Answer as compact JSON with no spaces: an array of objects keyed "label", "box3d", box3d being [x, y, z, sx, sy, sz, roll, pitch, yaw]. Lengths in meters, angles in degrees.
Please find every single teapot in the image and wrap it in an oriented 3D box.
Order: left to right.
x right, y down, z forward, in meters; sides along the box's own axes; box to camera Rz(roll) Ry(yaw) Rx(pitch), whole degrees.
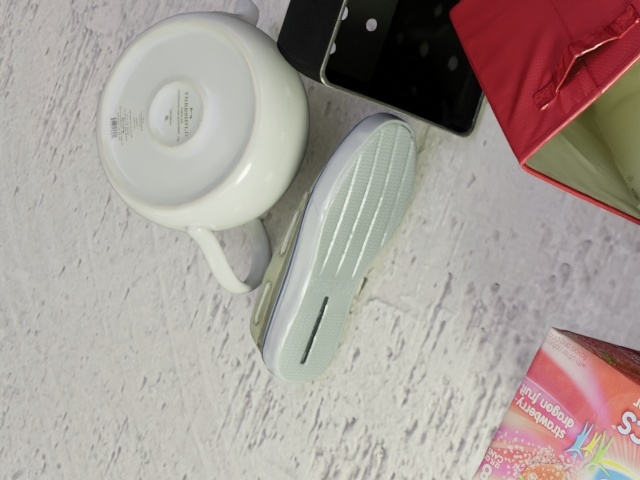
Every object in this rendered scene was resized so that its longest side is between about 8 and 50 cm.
[{"label":"teapot","box3d":[-0.106,-0.114,1.579,0.252,0.187,0.256,42,102,27]}]

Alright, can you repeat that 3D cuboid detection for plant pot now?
[{"label":"plant pot","box3d":[0.062,-0.228,1.459,0.167,0.187,0.188,22,94,58]}]

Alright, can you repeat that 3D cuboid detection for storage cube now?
[{"label":"storage cube","box3d":[0.254,-0.158,1.216,0.183,0.215,0.193,-44,45,28]}]

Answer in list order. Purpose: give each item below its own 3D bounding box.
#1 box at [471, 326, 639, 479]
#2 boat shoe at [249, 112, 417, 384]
[{"label":"box","box3d":[0.283,0.207,1.119,0.300,0.142,0.154,37,105,45]},{"label":"boat shoe","box3d":[0.000,0.000,1.496,0.094,0.109,0.302,38,108,46]}]
